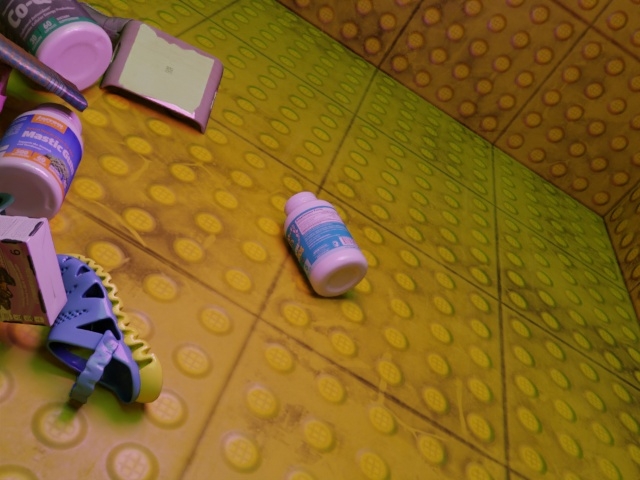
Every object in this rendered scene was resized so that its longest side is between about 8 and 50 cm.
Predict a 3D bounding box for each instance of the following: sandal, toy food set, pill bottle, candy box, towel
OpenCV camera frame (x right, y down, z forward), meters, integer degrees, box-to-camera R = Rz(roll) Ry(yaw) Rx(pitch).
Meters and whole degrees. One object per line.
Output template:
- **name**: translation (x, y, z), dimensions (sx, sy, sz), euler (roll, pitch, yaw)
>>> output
- **sandal**: translation (-0.394, 0.149, 1.101), dimensions (0.138, 0.126, 0.317), euler (-15, 56, -47)
- **toy food set**: translation (-0.435, -0.453, 1.849), dimensions (0.306, 0.092, 0.219), euler (21, 65, -20)
- **pill bottle**: translation (-0.564, -0.165, 1.321), dimensions (0.152, 0.152, 0.272), euler (22, 35, -21)
- **candy box**: translation (-0.511, 0.043, 1.016), dimensions (0.196, 0.165, 0.070), euler (4, 35, 4)
- **towel**: translation (-0.666, -0.400, 1.373), dimensions (0.370, 0.040, 0.271), euler (35, 3, -31)
- **pill bottle**: translation (-0.704, -0.556, 1.659), dimensions (0.361, 0.204, 0.204), euler (47, 33, 18)
- **pill bottle**: translation (0.000, 0.000, 1.646), dimensions (0.146, 0.146, 0.264), euler (6, 42, -39)

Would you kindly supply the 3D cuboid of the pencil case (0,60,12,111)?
- **pencil case**: translation (-0.810, -0.381, 1.300), dimensions (0.386, 0.160, 0.167), euler (32, 40, -33)

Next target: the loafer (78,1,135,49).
- **loafer**: translation (-0.578, -0.606, 1.931), dimensions (0.319, 0.111, 0.112), euler (33, 31, -4)

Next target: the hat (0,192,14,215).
- **hat**: translation (-0.587, 0.029, 1.164), dimensions (0.208, 0.183, 0.173), euler (-8, 26, 9)
